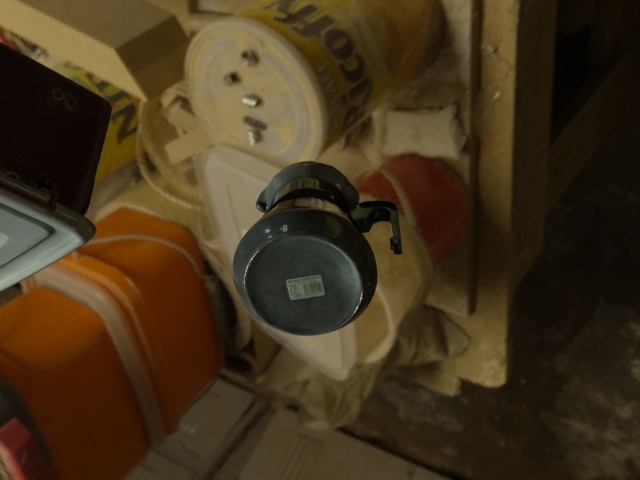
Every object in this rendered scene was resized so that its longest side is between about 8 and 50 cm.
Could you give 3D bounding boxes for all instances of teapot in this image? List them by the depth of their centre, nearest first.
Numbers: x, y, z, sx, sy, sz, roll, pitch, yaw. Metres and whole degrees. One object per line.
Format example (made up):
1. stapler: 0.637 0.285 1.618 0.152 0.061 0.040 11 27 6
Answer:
1. teapot: 0.000 0.000 1.051 0.203 0.225 0.171 -3 118 4

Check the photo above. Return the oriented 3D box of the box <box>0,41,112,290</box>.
1. box: -0.359 -0.074 0.889 0.193 0.167 0.294 26 149 -33
